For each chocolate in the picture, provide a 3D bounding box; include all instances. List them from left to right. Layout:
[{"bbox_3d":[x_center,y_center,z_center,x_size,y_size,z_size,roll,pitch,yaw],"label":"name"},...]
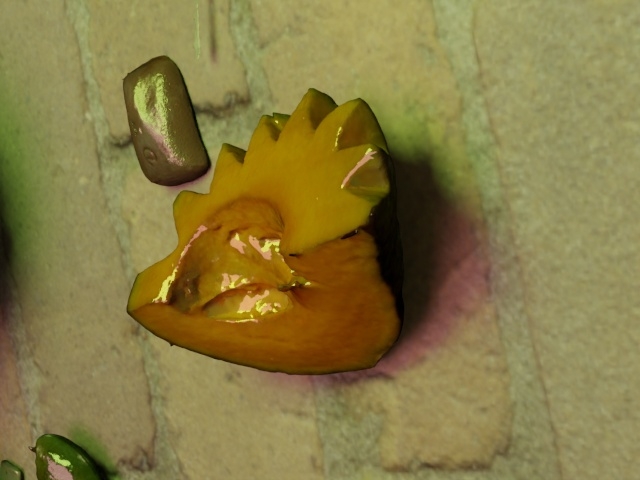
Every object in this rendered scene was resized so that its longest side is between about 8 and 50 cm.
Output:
[{"bbox_3d":[-0.126,-0.091,1.109,0.064,0.031,0.101,-15,89,39],"label":"chocolate"}]

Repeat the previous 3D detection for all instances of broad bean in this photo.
[{"bbox_3d":[-0.169,0.265,1.230,0.052,0.053,0.256,-40,69,1],"label":"broad bean"}]

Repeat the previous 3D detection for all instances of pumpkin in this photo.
[{"bbox_3d":[0.000,0.000,0.990,0.254,0.149,0.130,-24,44,44],"label":"pumpkin"}]

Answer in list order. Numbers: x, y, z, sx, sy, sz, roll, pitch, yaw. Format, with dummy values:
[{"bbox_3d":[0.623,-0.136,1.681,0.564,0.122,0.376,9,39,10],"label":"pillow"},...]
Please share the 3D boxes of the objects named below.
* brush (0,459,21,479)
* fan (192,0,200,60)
[{"bbox_3d":[-0.302,0.298,1.378,0.033,0.030,0.179,22,116,48],"label":"brush"},{"bbox_3d":[-0.090,-0.285,1.035,0.182,0.010,0.310,11,106,41],"label":"fan"}]
